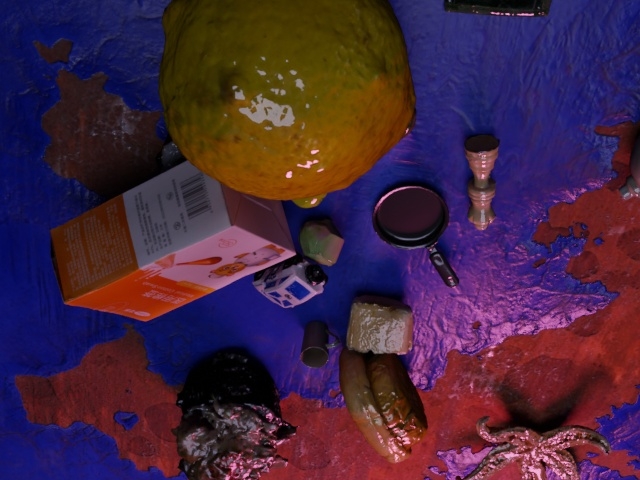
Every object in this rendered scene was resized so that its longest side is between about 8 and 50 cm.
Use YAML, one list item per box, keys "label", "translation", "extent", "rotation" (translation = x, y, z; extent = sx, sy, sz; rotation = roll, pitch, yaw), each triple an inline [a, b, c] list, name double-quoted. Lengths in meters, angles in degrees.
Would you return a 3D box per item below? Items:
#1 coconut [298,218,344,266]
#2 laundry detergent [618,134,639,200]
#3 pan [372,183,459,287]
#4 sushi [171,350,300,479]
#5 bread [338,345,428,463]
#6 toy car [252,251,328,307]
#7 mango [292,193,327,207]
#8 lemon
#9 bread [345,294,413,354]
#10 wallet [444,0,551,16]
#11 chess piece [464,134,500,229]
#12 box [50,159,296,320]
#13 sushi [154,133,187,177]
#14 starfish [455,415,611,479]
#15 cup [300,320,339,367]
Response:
- label: "coconut"
  translation: [0.000, 0.000, 1.432]
  extent: [0.082, 0.083, 0.081]
  rotation: [16, 85, 6]
- label: "laundry detergent"
  translation: [0.601, -0.138, 1.291]
  extent: [0.253, 0.091, 0.181]
  rotation: [-35, 121, 23]
- label: "pan"
  translation: [0.185, -0.006, 1.444]
  extent: [0.136, 0.028, 0.235]
  rotation: [-26, 116, 20]
- label: "sushi"
  translation: [-0.180, 0.374, 1.612]
  extent: [0.239, 0.218, 0.225]
  rotation: [-15, 126, 14]
- label: "bread"
  translation: [0.121, 0.312, 1.563]
  extent: [0.120, 0.198, 0.236]
  rotation: [-27, 117, 12]
- label: "toy car"
  translation: [-0.055, 0.078, 1.459]
  extent: [0.080, 0.070, 0.171]
  rotation: [40, 147, -22]
- label: "mango"
  translation: [-0.033, -0.105, 1.374]
  extent: [0.073, 0.056, 0.108]
  rotation: [-39, 111, 19]
- label: "lemon"
  translation: [-0.042, -0.224, 1.128]
  extent: [0.387, 0.349, 0.350]
  rotation: [23, 123, -20]
- label: "bread"
  translation: [0.117, 0.160, 1.528]
  extent: [0.125, 0.082, 0.106]
  rotation: [8, 98, 9]
- label: "wallet"
  translation: [0.263, -0.431, 1.138]
  extent: [0.160, 0.055, 0.236]
  rotation: [6, 125, 8]
- label: "chess piece"
  translation: [0.274, -0.092, 1.367]
  extent: [0.060, 0.060, 0.172]
  rotation: [-4, 126, 6]
- label: "box"
  translation: [-0.248, 0.005, 1.352]
  extent: [0.341, 0.143, 0.225]
  rotation: [-23, 158, 19]
- label: "sushi"
  translation: [-0.229, -0.147, 1.341]
  extent: [0.098, 0.084, 0.094]
  rotation: [6, 126, -7]
- label: "starfish"
  translation: [0.457, 0.455, 1.701]
  extent: [0.375, 0.094, 0.327]
  rotation: [29, 132, -23]
- label: "cup"
  translation: [-0.004, 0.194, 1.559]
  extent: [0.054, 0.083, 0.075]
  rotation: [32, 121, -17]
